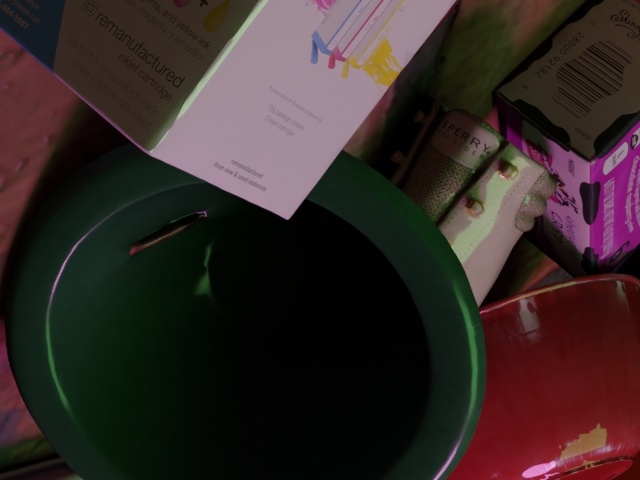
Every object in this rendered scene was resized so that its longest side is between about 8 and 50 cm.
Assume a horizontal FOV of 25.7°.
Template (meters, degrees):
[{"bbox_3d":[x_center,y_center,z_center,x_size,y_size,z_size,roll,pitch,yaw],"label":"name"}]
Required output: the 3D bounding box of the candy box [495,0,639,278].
[{"bbox_3d":[0.207,-0.100,0.795,0.233,0.071,0.159,-44,154,-11],"label":"candy box"}]

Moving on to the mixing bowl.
[{"bbox_3d":[0.127,0.104,0.842,0.181,0.098,0.181,-17,158,-7],"label":"mixing bowl"}]

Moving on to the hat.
[{"bbox_3d":[0.000,0.000,0.574,0.208,0.173,0.183,-21,-162,23],"label":"hat"}]

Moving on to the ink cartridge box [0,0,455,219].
[{"bbox_3d":[-0.016,-0.096,0.417,0.143,0.092,0.090,-53,154,6],"label":"ink cartridge box"}]

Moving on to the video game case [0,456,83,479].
[{"bbox_3d":[-0.168,0.197,0.621,0.193,0.023,0.212,-7,121,-55],"label":"video game case"}]

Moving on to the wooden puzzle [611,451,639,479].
[{"bbox_3d":[0.309,0.156,1.185,0.348,0.080,0.322,-48,151,-4],"label":"wooden puzzle"}]

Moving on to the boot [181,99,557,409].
[{"bbox_3d":[0.025,0.010,0.654,0.165,0.077,0.213,-58,150,12],"label":"boot"}]
